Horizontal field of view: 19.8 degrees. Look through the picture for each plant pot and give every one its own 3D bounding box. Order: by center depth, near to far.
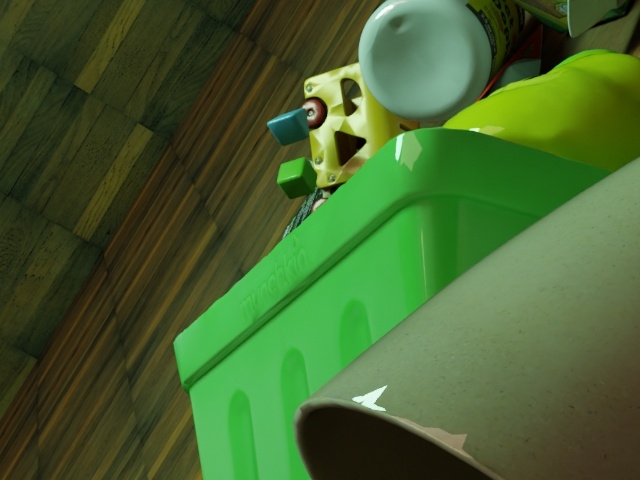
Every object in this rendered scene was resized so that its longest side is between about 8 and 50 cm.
[{"bbox_3d":[0.174,0.062,0.783,0.274,0.256,0.256,-46,8,-19],"label":"plant pot"}]

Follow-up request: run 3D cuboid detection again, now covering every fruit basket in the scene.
[{"bbox_3d":[0.100,0.021,1.091,0.392,0.283,0.392,-165,90,-70],"label":"fruit basket"}]

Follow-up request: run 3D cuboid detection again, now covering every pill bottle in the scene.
[{"bbox_3d":[0.116,-0.189,1.642,0.117,0.117,0.215,-52,0,28],"label":"pill bottle"}]

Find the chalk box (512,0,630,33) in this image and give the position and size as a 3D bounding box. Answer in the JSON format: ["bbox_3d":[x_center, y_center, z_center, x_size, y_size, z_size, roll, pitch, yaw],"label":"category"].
[{"bbox_3d":[0.174,-0.289,1.543,0.132,0.213,0.132,-61,13,-8],"label":"chalk box"}]

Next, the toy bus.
[{"bbox_3d":[0.052,-0.071,1.742,0.104,0.202,0.191,-16,27,26],"label":"toy bus"}]

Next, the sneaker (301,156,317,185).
[{"bbox_3d":[-0.015,-0.069,2.187,0.083,0.032,0.037,-81,11,-69],"label":"sneaker"}]

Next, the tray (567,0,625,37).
[{"bbox_3d":[0.238,-0.279,1.367,0.145,0.030,0.270,-47,-28,-24],"label":"tray"}]

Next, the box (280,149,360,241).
[{"bbox_3d":[0.000,0.000,1.914,0.184,0.045,0.190,-51,15,39],"label":"box"}]

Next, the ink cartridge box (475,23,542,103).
[{"bbox_3d":[0.141,-0.112,1.656,0.145,0.045,0.179,-49,19,35],"label":"ink cartridge box"}]
